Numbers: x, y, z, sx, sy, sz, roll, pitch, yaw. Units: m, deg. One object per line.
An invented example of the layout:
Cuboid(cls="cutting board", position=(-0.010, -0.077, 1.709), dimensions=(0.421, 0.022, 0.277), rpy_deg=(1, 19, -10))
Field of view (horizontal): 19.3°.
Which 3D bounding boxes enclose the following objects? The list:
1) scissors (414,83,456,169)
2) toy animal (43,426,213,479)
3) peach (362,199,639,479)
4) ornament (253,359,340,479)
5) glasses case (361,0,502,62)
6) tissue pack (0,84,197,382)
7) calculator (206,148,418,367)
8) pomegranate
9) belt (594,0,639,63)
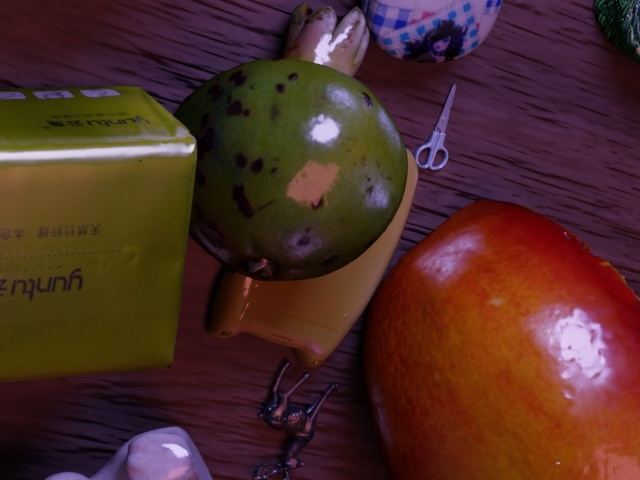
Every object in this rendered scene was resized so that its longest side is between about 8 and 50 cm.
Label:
Cuboid(cls="scissors", position=(0.109, -0.102, 1.700), dimensions=(0.036, 0.006, 0.083), rpy_deg=(8, 109, -33))
Cuboid(cls="toy animal", position=(-0.239, 0.305, 1.598), dimensions=(0.368, 0.241, 0.196), rpy_deg=(-22, 79, -14))
Cuboid(cls="peach", position=(0.181, 0.158, 1.689), dimensions=(0.242, 0.380, 0.306), rpy_deg=(-22, 148, -18))
Cuboid(cls="ornament", position=(-0.034, 0.178, 1.748), dimensions=(0.073, 0.028, 0.125), rpy_deg=(24, 99, -35))
Cuboid(cls="glasses case", position=(0.113, -0.305, 1.559), dimensions=(0.125, 0.076, 0.327), rpy_deg=(-2, 115, -29))
Cuboid(cls="tissue pack", position=(-0.254, -0.006, 1.454), dimensions=(0.275, 0.167, 0.200), rpy_deg=(-3, 114, -26))
Cuboid(cls="calculator", position=(0.000, 0.000, 1.676), dimensions=(0.157, 0.033, 0.236), rpy_deg=(19, 101, -32))
Cuboid(cls="pomegranate", position=(-0.024, -0.083, 1.539), dimensions=(0.202, 0.202, 0.248), rpy_deg=(34, 61, -36))
Cuboid(cls="belt", position=(0.326, -0.209, 1.718), dimensions=(0.121, 0.079, 0.151), rpy_deg=(-42, 126, -5))
